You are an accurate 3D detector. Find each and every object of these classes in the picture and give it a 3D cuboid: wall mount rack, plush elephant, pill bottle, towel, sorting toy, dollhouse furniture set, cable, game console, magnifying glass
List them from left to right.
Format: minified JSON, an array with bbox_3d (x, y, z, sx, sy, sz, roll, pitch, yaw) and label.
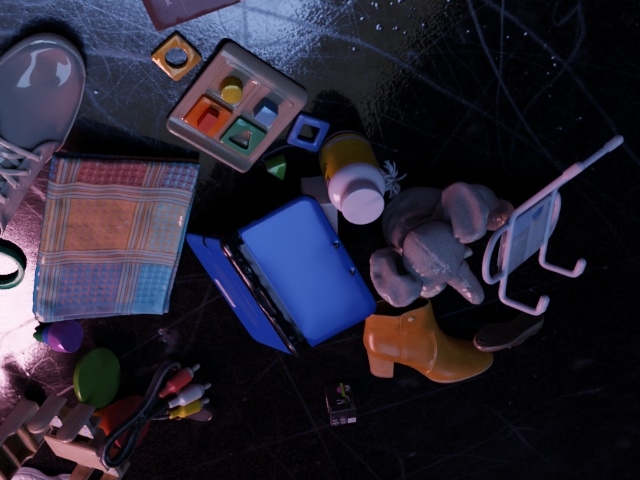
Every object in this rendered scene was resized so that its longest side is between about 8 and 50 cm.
[{"bbox_3d":[-0.650,0.012,1.550,0.092,0.026,0.231,-30,128,13],"label":"magnifying glass"},{"bbox_3d":[-0.565,0.450,1.739,0.242,0.161,0.212,9,136,25],"label":"dollhouse furniture set"},{"bbox_3d":[-0.503,0.307,1.772,0.126,0.127,0.365,-1,131,28],"label":"sorting toy"},{"bbox_3d":[-0.384,0.003,1.545,0.272,0.040,0.370,-1,128,-28],"label":"towel"},{"bbox_3d":[-0.351,0.358,1.749,0.072,0.287,0.139,6,120,36],"label":"cable"},{"bbox_3d":[-0.146,-0.223,1.449,0.348,0.047,0.196,29,117,-28],"label":"sorting toy"},{"bbox_3d":[-0.078,0.061,1.600,0.173,0.250,0.293,-42,118,-24],"label":"game console"},{"bbox_3d":[0.059,-0.112,1.485,0.103,0.184,0.103,-5,127,-7],"label":"pill bottle"},{"bbox_3d":[0.223,0.012,1.565,0.272,0.255,0.330,-41,123,19],"label":"plush elephant"},{"bbox_3d":[0.435,-0.041,1.537,0.131,0.350,0.304,20,120,30],"label":"wall mount rack"}]

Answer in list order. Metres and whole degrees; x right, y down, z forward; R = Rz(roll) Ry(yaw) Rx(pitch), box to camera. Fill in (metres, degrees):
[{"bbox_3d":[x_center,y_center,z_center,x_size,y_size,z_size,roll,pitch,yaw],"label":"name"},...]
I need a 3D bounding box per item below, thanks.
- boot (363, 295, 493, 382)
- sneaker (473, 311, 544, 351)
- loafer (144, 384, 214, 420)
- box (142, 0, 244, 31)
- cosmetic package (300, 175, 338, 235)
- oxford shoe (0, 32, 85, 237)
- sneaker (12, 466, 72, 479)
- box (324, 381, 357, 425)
[{"bbox_3d":[0.242,0.208,1.812,0.295,0.104,0.211,-3,131,-2],"label":"boot"},{"bbox_3d":[0.421,0.218,1.852,0.188,0.066,0.071,-19,137,-22],"label":"sneaker"},{"bbox_3d":[-0.318,0.381,1.867,0.170,0.061,0.062,21,120,-25],"label":"loafer"},{"bbox_3d":[-0.189,-0.435,1.182,0.167,0.203,0.168,-18,127,4],"label":"box"},{"bbox_3d":[0.000,0.000,1.615,0.061,0.099,0.239,-8,128,-8],"label":"cosmetic package"},{"bbox_3d":[-0.527,-0.136,1.367,0.169,0.130,0.449,29,107,-36],"label":"oxford shoe"},{"bbox_3d":[-0.660,0.602,1.936,0.232,0.115,0.090,8,125,-16],"label":"sneaker"},{"bbox_3d":[0.047,0.378,1.919,0.062,0.083,0.052,-9,129,-4],"label":"box"}]
